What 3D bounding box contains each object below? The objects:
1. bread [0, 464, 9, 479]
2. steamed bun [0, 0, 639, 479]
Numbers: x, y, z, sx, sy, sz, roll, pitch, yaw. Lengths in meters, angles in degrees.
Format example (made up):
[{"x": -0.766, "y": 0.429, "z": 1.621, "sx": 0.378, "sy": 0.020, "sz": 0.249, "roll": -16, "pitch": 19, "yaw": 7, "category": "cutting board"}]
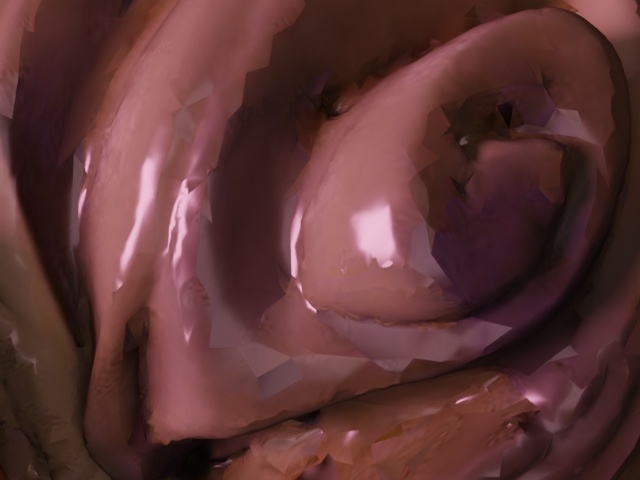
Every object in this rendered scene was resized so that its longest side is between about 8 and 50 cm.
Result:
[{"x": -0.234, "y": 0.145, "z": 0.508, "sx": 0.300, "sy": 0.210, "sz": 0.341, "roll": -35, "pitch": 110, "yaw": -33, "category": "bread"}, {"x": 0.000, "y": 0.000, "z": 0.619, "sx": 0.339, "sy": 0.247, "sz": 0.352, "roll": -33, "pitch": 108, "yaw": -4, "category": "steamed bun"}]
